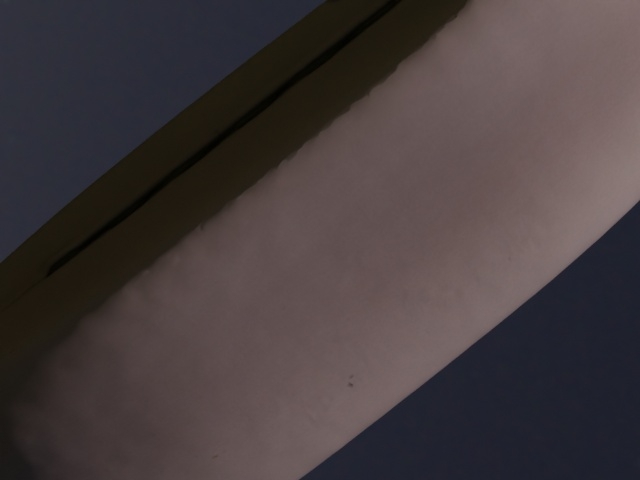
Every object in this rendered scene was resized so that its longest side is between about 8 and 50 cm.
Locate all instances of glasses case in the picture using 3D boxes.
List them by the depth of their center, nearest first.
[{"bbox_3d":[0.000,0.000,0.589,0.297,0.113,0.075,-38,-139,-3],"label":"glasses case"}]
